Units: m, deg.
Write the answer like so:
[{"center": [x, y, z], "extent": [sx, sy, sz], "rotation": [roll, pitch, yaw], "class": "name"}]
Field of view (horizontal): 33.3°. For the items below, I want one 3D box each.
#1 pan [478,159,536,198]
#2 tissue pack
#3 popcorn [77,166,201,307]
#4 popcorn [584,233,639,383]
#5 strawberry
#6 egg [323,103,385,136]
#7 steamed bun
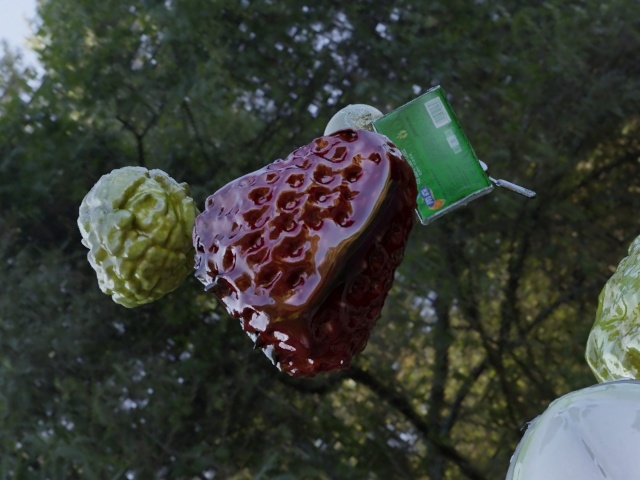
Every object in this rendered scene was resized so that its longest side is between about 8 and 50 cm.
[{"center": [0.318, -0.132, 2.124], "extent": [0.136, 0.235, 0.028], "rotation": [-43, -30, -64], "class": "pan"}, {"center": [0.209, -0.151, 1.974], "extent": [0.148, 0.209, 0.156], "rotation": [-28, -7, 8], "class": "tissue pack"}, {"center": [-0.307, -0.012, 1.841], "extent": [0.212, 0.259, 0.259], "rotation": [-15, -36, -8], "class": "popcorn"}, {"center": [0.524, 0.112, 1.591], "extent": [0.334, 0.292, 0.293], "rotation": [-28, -78, -60], "class": "popcorn"}, {"center": [0.000, 0.000, 1.562], "extent": [0.345, 0.317, 0.295], "rotation": [-45, -52, 0], "class": "strawberry"}, {"center": [0.087, -0.231, 2.477], "extent": [0.201, 0.164, 0.164], "rotation": [-58, -12, -57], "class": "egg"}, {"center": [0.349, 0.314, 1.112], "extent": [0.309, 0.309, 0.309], "rotation": [-42, -28, -29], "class": "steamed bun"}]
